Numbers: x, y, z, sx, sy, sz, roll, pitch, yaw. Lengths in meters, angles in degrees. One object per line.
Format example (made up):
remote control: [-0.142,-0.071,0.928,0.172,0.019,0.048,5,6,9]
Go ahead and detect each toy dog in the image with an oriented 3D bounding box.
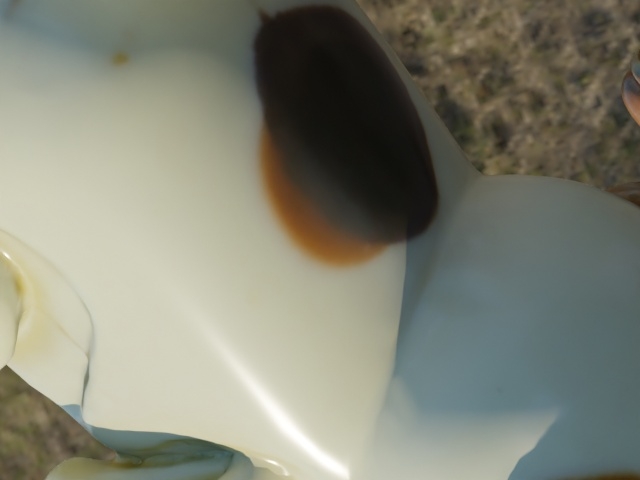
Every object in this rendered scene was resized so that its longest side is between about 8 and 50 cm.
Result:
toy dog: [0.000,0.000,0.689,0.408,0.284,0.395,33,133,-8]

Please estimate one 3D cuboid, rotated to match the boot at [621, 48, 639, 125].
boot: [0.255,0.009,1.111,0.220,0.283,0.109,-38,30,29]
